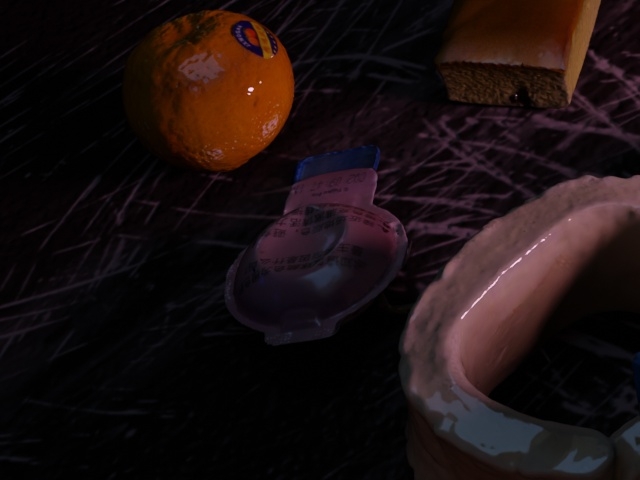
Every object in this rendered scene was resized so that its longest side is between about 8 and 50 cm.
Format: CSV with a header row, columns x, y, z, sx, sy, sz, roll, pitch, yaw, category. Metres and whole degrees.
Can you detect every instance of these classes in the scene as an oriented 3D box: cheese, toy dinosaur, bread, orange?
x,y,z,sx,sy,sz,roll,pitch,yaw,category
0.232,0.110,1.577,0.332,0.153,0.292,-35,54,-17,cheese
0.136,0.062,1.753,0.180,0.037,0.058,15,76,37,toy dinosaur
0.231,-0.289,2.005,0.138,0.077,0.361,4,51,22,bread
-0.112,-0.151,1.943,0.177,0.155,0.177,-5,44,5,orange
0.000,0.000,1.824,0.189,0.074,0.286,-10,36,16,cheese

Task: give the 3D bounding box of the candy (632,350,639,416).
x,y,z,sx,sy,sz,roll,pitch,yaw,category
0.388,0.121,1.423,0.306,0.157,0.100,-17,21,-20,candy
